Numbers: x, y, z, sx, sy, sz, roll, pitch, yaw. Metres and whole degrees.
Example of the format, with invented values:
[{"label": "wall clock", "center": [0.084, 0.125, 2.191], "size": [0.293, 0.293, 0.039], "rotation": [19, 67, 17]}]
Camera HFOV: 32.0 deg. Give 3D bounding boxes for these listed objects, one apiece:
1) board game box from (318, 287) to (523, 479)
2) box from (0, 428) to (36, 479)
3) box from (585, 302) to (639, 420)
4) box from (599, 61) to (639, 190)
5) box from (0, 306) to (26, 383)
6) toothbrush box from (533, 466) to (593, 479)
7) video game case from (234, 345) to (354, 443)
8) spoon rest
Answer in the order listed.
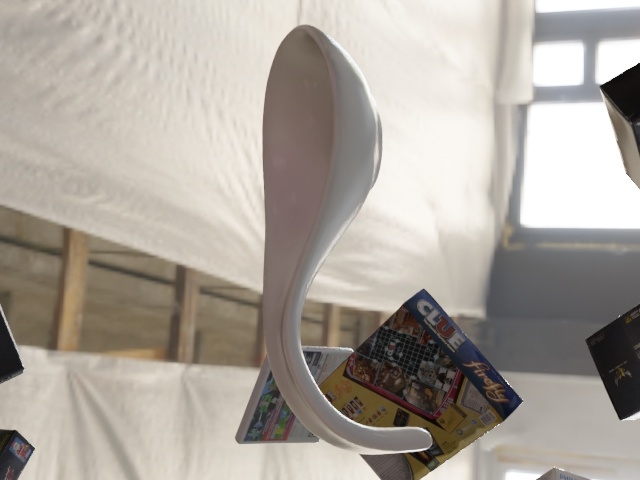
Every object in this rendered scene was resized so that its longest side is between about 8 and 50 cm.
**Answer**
[{"label": "board game box", "center": [0.101, 0.181, 1.281], "size": [0.165, 0.243, 0.042], "rotation": [49, -131, 7]}, {"label": "box", "center": [-0.472, 0.337, 1.372], "size": [0.044, 0.159, 0.233], "rotation": [58, -136, -38]}, {"label": "box", "center": [0.642, 0.219, 2.163], "size": [0.059, 0.233, 0.183], "rotation": [4, -123, -38]}, {"label": "box", "center": [0.579, -0.195, 1.821], "size": [0.261, 0.184, 0.103], "rotation": [52, -169, -52]}, {"label": "box", "center": [-0.445, 0.087, 1.355], "size": [0.207, 0.108, 0.153], "rotation": [68, 164, 1]}, {"label": "toothbrush box", "center": [0.358, 0.531, 1.736], "size": [0.206, 0.122, 0.283], "rotation": [-50, 24, 47]}, {"label": "video game case", "center": [-0.046, 0.281, 2.025], "size": [0.183, 0.023, 0.201], "rotation": [7, -67, -37]}, {"label": "spoon rest", "center": [0.000, 0.000, 0.697], "size": [0.137, 0.084, 0.276], "rotation": [148, 113, -65]}]
